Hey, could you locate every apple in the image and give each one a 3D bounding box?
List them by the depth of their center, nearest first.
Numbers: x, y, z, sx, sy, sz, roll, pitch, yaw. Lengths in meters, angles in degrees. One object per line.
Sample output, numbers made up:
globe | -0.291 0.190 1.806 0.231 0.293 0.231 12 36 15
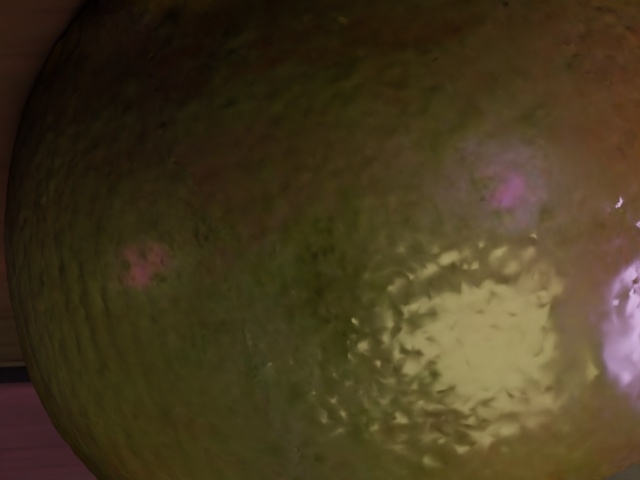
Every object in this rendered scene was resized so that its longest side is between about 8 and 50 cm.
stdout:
apple | 0.000 0.000 0.483 0.265 0.120 0.193 -10 117 22

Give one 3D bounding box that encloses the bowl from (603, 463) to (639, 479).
bowl | 0.188 0.097 0.611 0.337 0.157 0.337 -5 135 -5
